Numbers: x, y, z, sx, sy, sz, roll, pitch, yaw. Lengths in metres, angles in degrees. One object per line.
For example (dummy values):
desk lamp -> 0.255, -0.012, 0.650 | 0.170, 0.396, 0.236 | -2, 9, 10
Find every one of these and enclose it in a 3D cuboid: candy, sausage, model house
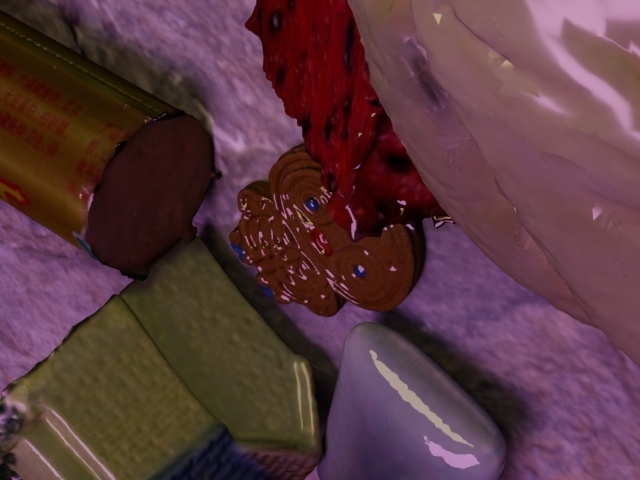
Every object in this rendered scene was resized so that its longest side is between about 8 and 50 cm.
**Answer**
candy -> 0.059, 0.147, 1.156 | 0.138, 0.071, 0.174 | 43, 145, 24
sausage -> -0.227, -0.099, 1.184 | 0.317, 0.117, 0.125 | 30, 148, 23
model house -> -0.118, 0.146, 1.217 | 0.189, 0.214, 0.195 | 43, 147, 5

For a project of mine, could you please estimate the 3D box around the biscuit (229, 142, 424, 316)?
biscuit -> 0.000, 0.000, 1.121 | 0.124, 0.026, 0.175 | 54, 144, -7

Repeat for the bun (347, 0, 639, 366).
bun -> 0.169, -0.081, 0.548 | 0.365, 0.219, 0.365 | 8, 122, 13

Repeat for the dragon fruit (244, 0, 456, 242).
dragon fruit -> 0.076, -0.137, 0.739 | 0.302, 0.240, 0.330 | 11, 142, 13
